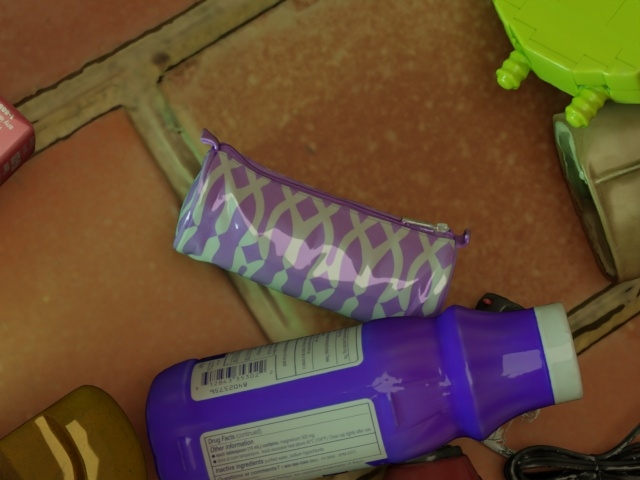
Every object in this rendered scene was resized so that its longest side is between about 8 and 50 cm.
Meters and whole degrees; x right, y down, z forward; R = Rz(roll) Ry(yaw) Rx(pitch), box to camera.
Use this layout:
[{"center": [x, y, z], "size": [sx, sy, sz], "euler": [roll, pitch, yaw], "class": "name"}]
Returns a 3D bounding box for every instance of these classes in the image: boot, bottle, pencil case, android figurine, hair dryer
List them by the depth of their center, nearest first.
[{"center": [0.030, 0.102, 1.173], "size": [0.282, 0.118, 0.092], "euler": [-13, 99, 5], "class": "bottle"}, {"center": [0.000, 0.000, 1.227], "size": [0.206, 0.086, 0.088], "euler": [19, 114, -9], "class": "pencil case"}, {"center": [0.148, 0.202, 1.237], "size": [0.223, 0.080, 0.294], "euler": [32, 79, -6], "class": "hair dryer"}, {"center": [0.232, -0.202, 1.254], "size": [0.248, 0.056, 0.273], "euler": [31, 80, 29], "class": "android figurine"}, {"center": [0.296, -0.123, 1.280], "size": [0.269, 0.089, 0.236], "euler": [-21, 89, -3], "class": "boot"}]

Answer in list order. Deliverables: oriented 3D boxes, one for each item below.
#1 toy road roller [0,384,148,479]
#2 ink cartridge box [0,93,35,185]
[{"center": [-0.190, 0.239, 1.112], "size": [0.240, 0.202, 0.330], "euler": [-35, 89, -23], "class": "toy road roller"}, {"center": [-0.319, -0.045, 1.171], "size": [0.158, 0.092, 0.218], "euler": [43, 80, -3], "class": "ink cartridge box"}]
